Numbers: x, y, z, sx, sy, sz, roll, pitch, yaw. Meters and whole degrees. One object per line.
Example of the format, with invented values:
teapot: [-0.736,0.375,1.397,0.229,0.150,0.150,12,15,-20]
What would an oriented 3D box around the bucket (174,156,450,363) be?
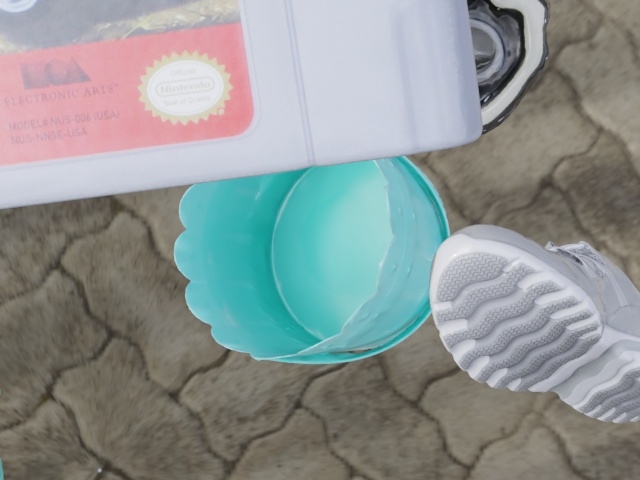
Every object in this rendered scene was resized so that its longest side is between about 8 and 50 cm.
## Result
bucket: [0.000,0.000,1.598,0.281,0.183,0.281,-4,83,30]

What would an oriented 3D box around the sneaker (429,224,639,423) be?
sneaker: [0.163,0.047,1.058,0.105,0.281,0.115,-31,51,24]

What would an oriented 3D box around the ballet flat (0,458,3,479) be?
ballet flat: [-0.332,0.178,1.295,0.083,0.247,0.087,-20,127,2]

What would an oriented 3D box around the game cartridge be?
game cartridge: [-0.099,-0.112,0.523,0.294,0.060,0.196,-8,99,7]

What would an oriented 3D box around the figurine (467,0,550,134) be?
figurine: [0.036,-0.167,0.809,0.215,0.209,0.092,37,114,-2]
